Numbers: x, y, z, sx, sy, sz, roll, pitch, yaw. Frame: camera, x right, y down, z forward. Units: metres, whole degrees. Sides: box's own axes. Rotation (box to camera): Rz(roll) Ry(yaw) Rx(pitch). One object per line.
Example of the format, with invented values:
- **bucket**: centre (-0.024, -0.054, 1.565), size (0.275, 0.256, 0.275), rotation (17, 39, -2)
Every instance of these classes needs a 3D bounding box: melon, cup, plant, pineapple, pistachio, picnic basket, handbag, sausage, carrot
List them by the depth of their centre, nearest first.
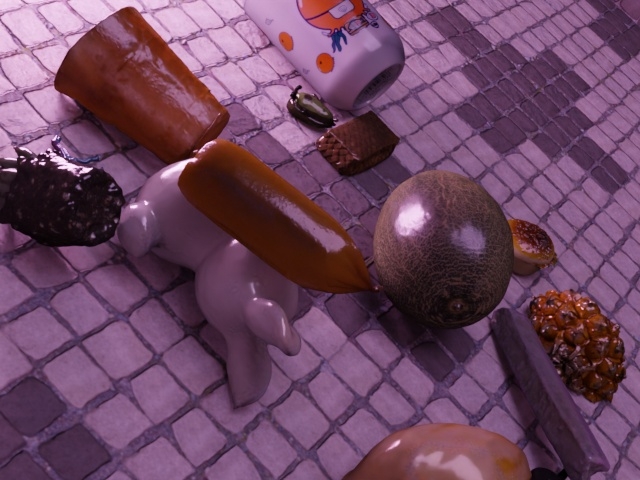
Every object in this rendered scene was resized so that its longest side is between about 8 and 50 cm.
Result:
- **sausage**: centre (-0.053, -0.019, 1.409), size (0.328, 0.112, 0.112), rotation (38, 38, 9)
- **pistachio**: centre (0.174, 0.370, 1.442), size (0.309, 0.230, 0.229), rotation (8, 48, -39)
- **plant**: centre (-0.385, -0.058, 1.446), size (0.132, 0.195, 0.129), rotation (41, 67, -54)
- **carrot**: centre (-0.291, -0.239, 1.685), size (0.254, 0.196, 0.196), rotation (44, 38, -2)
- **melon**: centre (0.217, 0.011, 1.790), size (0.249, 0.248, 0.329), rotation (24, 33, -19)
- **pineapple**: centre (0.482, 0.197, 1.912), size (0.164, 0.140, 0.249), rotation (-12, 64, -43)
- **handbag**: centre (-0.015, -0.263, 2.027), size (0.111, 0.047, 0.072), rotation (34, 40, -3)
- **picnic basket**: centre (0.080, -0.201, 2.039), size (0.110, 0.055, 0.193), rotation (47, 41, 10)
- **cup**: centre (0.019, -0.434, 2.095), size (0.317, 0.212, 0.212), rotation (50, 40, 11)

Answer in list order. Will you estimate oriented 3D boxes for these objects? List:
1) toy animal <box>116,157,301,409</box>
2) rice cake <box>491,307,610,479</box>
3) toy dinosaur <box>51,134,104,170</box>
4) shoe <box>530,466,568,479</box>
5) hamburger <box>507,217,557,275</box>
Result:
- **toy animal**: centre (-0.145, 0.053, 1.507), size (0.241, 0.196, 0.367), rotation (-17, 62, -38)
- **rice cake**: centre (0.406, 0.269, 1.794), size (0.070, 0.064, 0.399), rotation (23, 31, -35)
- **toy dinosaur**: centre (-0.382, -0.100, 1.579), size (0.080, 0.045, 0.197), rotation (-7, 49, -27)
- **shoe**: centre (0.372, 0.405, 1.680), size (0.053, 0.062, 0.159), rotation (49, 33, 15)
- **hamburger**: centre (0.430, 0.012, 2.088), size (0.141, 0.081, 0.126), rotation (37, 38, -2)
